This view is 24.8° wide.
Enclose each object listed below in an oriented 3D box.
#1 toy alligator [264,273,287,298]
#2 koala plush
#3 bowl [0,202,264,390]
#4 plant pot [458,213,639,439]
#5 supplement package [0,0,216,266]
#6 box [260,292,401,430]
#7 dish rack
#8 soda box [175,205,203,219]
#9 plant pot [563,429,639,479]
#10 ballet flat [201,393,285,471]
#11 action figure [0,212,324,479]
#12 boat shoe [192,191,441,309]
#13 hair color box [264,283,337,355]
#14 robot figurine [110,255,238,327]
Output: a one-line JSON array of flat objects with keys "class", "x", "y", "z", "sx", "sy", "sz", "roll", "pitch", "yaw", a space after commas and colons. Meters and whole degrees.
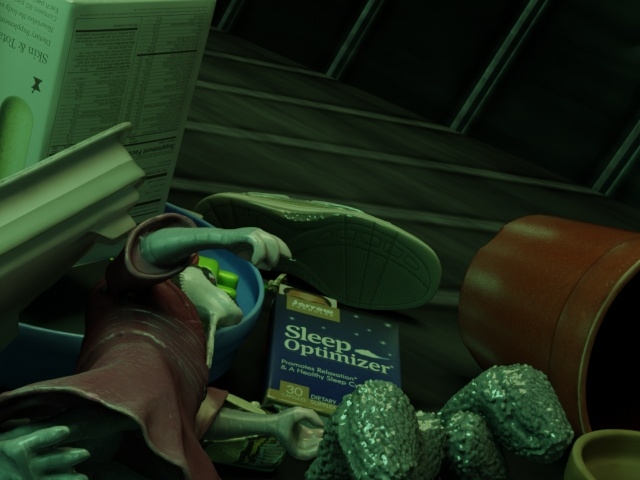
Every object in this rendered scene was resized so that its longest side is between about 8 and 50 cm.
[{"class": "toy alligator", "x": -0.096, "y": 0.055, "z": 1.626, "sx": 0.051, "sy": 0.056, "sz": 0.189, "roll": 23, "pitch": 16, "yaw": 17}, {"class": "koala plush", "x": 0.104, "y": 0.234, "z": 1.034, "sx": 0.196, "sy": 0.203, "sz": 0.221, "roll": -5, "pitch": 46, "yaw": -35}, {"class": "bowl", "x": -0.252, "y": 0.036, "z": 1.415, "sx": 0.391, "sy": 0.077, "sz": 0.391, "roll": 14, "pitch": 20, "yaw": -5}, {"class": "plant pot", "x": 0.305, "y": 0.094, "z": 1.587, "sx": 0.272, "sy": 0.273, "sz": 0.265, "roll": 8, "pitch": 9, "yaw": -32}, {"class": "supplement package", "x": -0.259, "y": -0.134, "z": 1.360, "sx": 0.199, "sy": 0.263, "sz": 0.198, "roll": 28, "pitch": 24, "yaw": 28}, {"class": "box", "x": 0.013, "y": 0.119, "z": 1.458, "sx": 0.136, "sy": 0.037, "sz": 0.225, "roll": 15, "pitch": 28, "yaw": -7}, {"class": "dish rack", "x": -0.268, "y": 0.052, "z": 1.032, "sx": 0.072, "sy": 0.285, "sz": 0.333, "roll": 50, "pitch": 31, "yaw": 0}, {"class": "soda box", "x": -0.254, "y": -0.026, "z": 1.731, "sx": 0.216, "sy": 0.069, "sz": 0.074, "roll": 19, "pitch": 15, "yaw": 7}, {"class": "plant pot", "x": 0.310, "y": 0.261, "z": 1.225, "sx": 0.237, "sy": 0.110, "sz": 0.237, "roll": 15, "pitch": 14, "yaw": -4}, {"class": "ballet flat", "x": -0.112, "y": 0.155, "z": 1.227, "sx": 0.188, "sy": 0.070, "sz": 0.070, "roll": 8, "pitch": 17, "yaw": -32}, {"class": "action figure", "x": -0.140, "y": 0.119, "z": 1.089, "sx": 0.275, "sy": 0.248, "sz": 0.370, "roll": -9, "pitch": 28, "yaw": 3}, {"class": "boat shoe", "x": -0.002, "y": 0.002, "z": 1.830, "sx": 0.320, "sy": 0.118, "sz": 0.103, "roll": 12, "pitch": 18, "yaw": 7}, {"class": "hair color box", "x": -0.020, "y": 0.095, "z": 1.596, "sx": 0.072, "sy": 0.043, "sz": 0.141, "roll": 16, "pitch": 14, "yaw": -5}, {"class": "robot figurine", "x": -0.132, "y": 0.041, "z": 1.284, "sx": 0.115, "sy": 0.067, "sz": 0.101, "roll": 13, "pitch": 33, "yaw": -7}]
